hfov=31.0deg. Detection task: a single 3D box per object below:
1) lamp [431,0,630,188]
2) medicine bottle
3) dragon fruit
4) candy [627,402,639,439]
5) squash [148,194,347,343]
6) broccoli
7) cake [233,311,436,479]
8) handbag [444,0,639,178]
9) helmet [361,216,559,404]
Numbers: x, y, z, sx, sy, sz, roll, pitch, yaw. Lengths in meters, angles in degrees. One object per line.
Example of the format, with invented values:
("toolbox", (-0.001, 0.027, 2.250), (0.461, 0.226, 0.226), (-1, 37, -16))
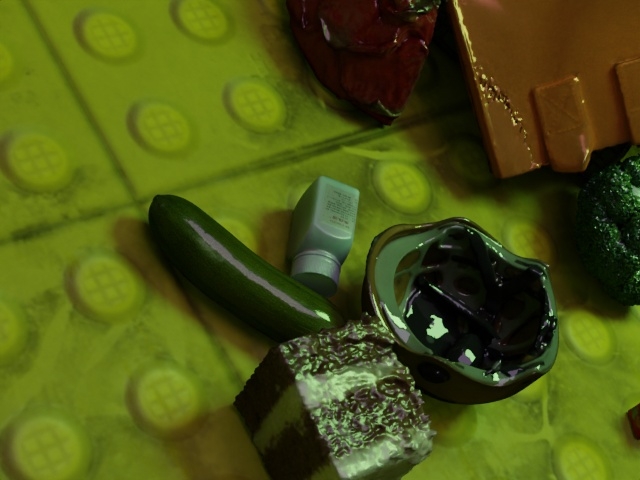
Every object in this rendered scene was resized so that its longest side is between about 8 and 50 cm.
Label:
("lamp", (0.270, -0.217, 1.515), (0.325, 0.090, 0.089), (43, 49, 1))
("medicine bottle", (0.000, 0.000, 1.225), (0.055, 0.074, 0.118), (22, 52, -17))
("dragon fruit", (0.055, -0.328, 1.386), (0.152, 0.205, 0.317), (14, 54, -21))
("candy", (0.427, 0.206, 1.345), (0.122, 0.062, 0.038), (7, 56, -26))
("squash", (-0.071, 0.044, 1.161), (0.258, 0.069, 0.069), (36, 49, -4))
("broccoli", (0.389, -0.013, 1.410), (0.156, 0.195, 0.195), (-1, 55, 8))
("cake", (0.016, 0.170, 1.086), (0.135, 0.134, 0.147), (-13, 61, -33))
("handbag", (0.370, -0.258, 1.391), (0.410, 0.116, 0.303), (-16, 94, 5))
("helmet", (0.135, 0.087, 1.211), (0.224, 0.130, 0.198), (18, 48, -6))
